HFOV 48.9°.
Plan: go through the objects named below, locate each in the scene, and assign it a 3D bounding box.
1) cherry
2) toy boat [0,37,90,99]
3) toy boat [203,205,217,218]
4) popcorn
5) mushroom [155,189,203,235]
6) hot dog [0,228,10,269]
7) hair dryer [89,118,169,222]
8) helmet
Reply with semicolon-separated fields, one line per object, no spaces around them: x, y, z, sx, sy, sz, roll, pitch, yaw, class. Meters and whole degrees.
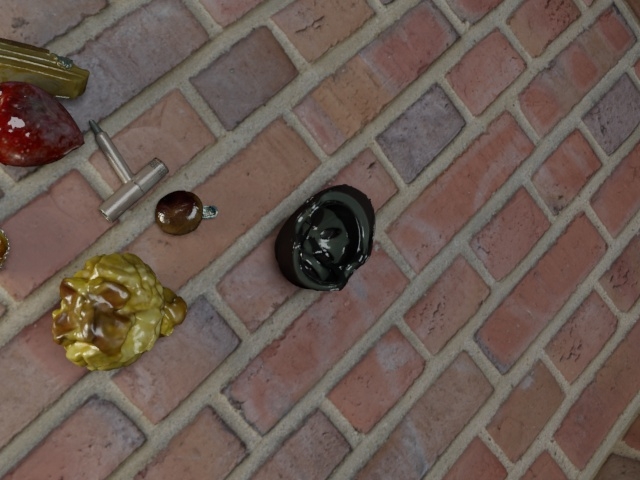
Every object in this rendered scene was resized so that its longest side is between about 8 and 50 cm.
-0.660;-0.254;1.594;0.249;0.175;0.192;11;49;-30;cherry
-0.700;-0.411;1.635;0.310;0.089;0.115;6;45;-23;toy boat
-0.305;-0.074;1.812;0.083;0.038;0.038;-4;86;-25;toy boat
-0.467;0.156;1.629;0.332;0.225;0.265;-12;102;-46;popcorn
-0.355;-0.071;1.765;0.123;0.052;0.123;-1;82;5;mushroom
-0.821;-0.018;1.554;0.268;0.075;0.144;36;69;-19;hot dog
-0.517;-0.185;1.719;0.220;0.053;0.195;47;69;-12;hair dryer
0.000;0.000;1.865;0.225;0.177;0.305;48;61;-19;helmet
